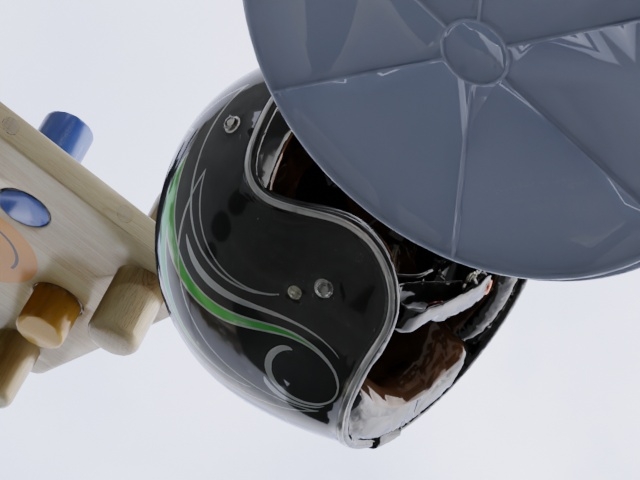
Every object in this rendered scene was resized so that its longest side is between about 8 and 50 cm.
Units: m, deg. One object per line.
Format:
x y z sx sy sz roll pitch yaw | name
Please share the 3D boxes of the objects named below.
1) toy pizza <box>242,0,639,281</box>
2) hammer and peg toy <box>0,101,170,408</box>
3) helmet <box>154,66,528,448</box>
0.061 -0.073 0.572 0.201 0.201 0.032 13 -140 28 | toy pizza
-0.268 -0.042 1.084 0.266 0.361 0.127 -23 -146 49 | hammer and peg toy
0.000 0.000 0.770 0.161 0.169 0.169 42 -88 24 | helmet
